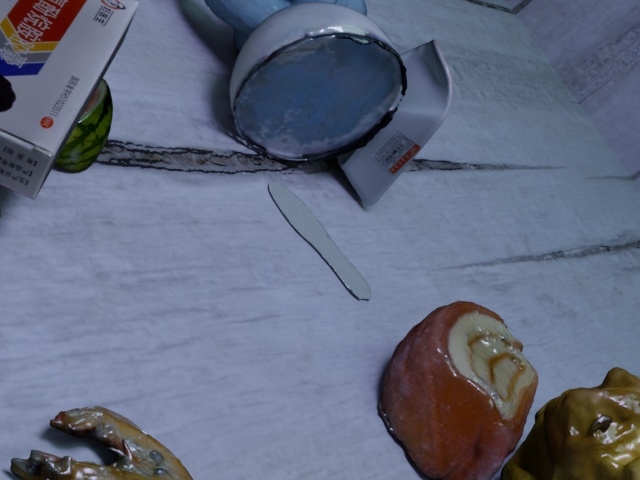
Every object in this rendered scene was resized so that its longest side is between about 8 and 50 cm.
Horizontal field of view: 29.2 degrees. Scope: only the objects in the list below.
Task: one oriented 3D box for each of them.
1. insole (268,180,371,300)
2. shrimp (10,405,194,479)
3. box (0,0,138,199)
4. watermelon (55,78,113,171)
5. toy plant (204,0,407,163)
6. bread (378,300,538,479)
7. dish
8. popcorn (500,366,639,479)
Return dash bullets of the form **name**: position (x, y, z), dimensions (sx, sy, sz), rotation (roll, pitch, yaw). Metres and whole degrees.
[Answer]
- **insole**: position (0.000, 0.000, 1.575), dimensions (0.197, 0.004, 0.065), rotation (50, 27, -1)
- **shrimp**: position (-0.177, 0.194, 1.029), dimensions (0.187, 0.051, 0.132), rotation (28, 15, -46)
- **box**: position (-0.322, -0.194, 1.212), dimensions (0.214, 0.069, 0.353), rotation (26, 34, -10)
- **watermelon**: position (-0.250, -0.134, 1.295), dimensions (0.087, 0.069, 0.163), rotation (38, 27, -24)
- **toy plant**: position (-0.033, -0.296, 1.648), dimensions (0.247, 0.247, 0.332), rotation (24, 37, -41)
- **bread**: position (0.172, 0.175, 1.489), dimensions (0.190, 0.123, 0.244), rotation (47, 26, -2)
- **dish**: position (0.090, -0.177, 1.695), dimensions (0.064, 0.234, 0.154), rotation (18, 39, -31)
- **popcorn**: position (0.333, 0.290, 1.468), dimensions (0.297, 0.281, 0.315), rotation (-100, 180, -53)
